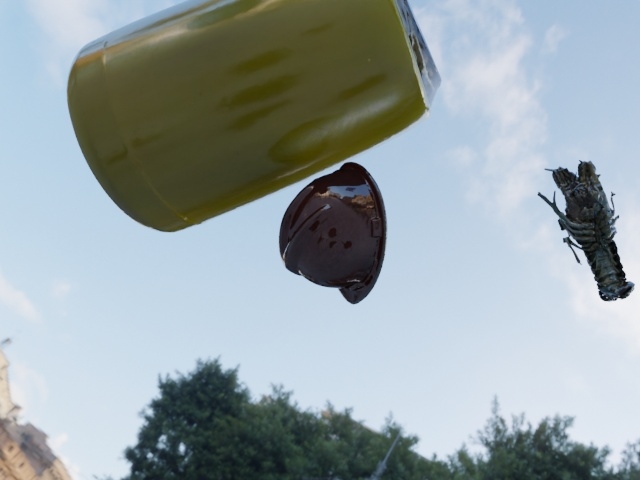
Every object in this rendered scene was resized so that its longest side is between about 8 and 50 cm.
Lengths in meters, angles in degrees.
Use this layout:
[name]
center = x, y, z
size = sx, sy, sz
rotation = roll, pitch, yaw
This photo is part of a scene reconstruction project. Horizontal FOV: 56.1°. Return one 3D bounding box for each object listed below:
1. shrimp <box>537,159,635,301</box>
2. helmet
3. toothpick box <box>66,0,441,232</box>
[shrimp]
center = 0.319, -0.011, 0.721
size = 0.082, 0.076, 0.174
rotation = -17, -99, 13
[helmet]
center = 0.000, 0.000, 0.434
size = 0.089, 0.057, 0.111
rotation = 52, -38, 41
[toothpick box]
center = -0.045, -0.125, 0.495
size = 0.272, 0.175, 0.174
rotation = -19, -64, 13
